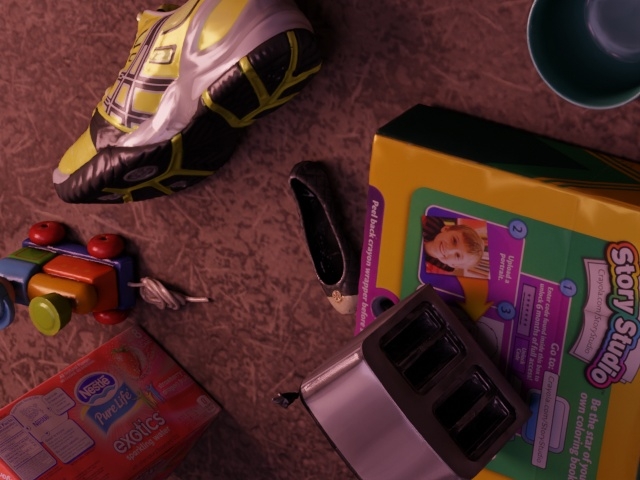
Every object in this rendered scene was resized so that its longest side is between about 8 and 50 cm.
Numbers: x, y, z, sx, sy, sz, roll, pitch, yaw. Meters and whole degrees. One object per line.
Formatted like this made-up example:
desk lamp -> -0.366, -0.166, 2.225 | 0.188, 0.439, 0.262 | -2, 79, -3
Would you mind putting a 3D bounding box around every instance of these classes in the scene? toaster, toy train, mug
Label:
toaster -> 0.084, 0.150, 1.581 | 0.168, 0.186, 0.110 | 51, 133, 2
toy train -> -0.268, 0.064, 1.931 | 0.248, 0.143, 0.105 | 12, 117, 29
mug -> 0.266, -0.200, 1.498 | 0.129, 0.097, 0.157 | 40, 126, 13

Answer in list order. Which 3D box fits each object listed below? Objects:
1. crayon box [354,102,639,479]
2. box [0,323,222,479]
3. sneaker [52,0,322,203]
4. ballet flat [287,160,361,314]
crayon box -> 0.195, 0.083, 1.664 | 0.313, 0.106, 0.363 | 18, 119, 24
box -> -0.273, 0.238, 1.911 | 0.154, 0.300, 0.142 | 44, 127, 8
sneaker -> -0.151, -0.159, 1.785 | 0.385, 0.145, 0.147 | -34, 69, 36
ballet flat -> 0.000, 0.000, 1.789 | 0.057, 0.049, 0.173 | -10, 105, 36
